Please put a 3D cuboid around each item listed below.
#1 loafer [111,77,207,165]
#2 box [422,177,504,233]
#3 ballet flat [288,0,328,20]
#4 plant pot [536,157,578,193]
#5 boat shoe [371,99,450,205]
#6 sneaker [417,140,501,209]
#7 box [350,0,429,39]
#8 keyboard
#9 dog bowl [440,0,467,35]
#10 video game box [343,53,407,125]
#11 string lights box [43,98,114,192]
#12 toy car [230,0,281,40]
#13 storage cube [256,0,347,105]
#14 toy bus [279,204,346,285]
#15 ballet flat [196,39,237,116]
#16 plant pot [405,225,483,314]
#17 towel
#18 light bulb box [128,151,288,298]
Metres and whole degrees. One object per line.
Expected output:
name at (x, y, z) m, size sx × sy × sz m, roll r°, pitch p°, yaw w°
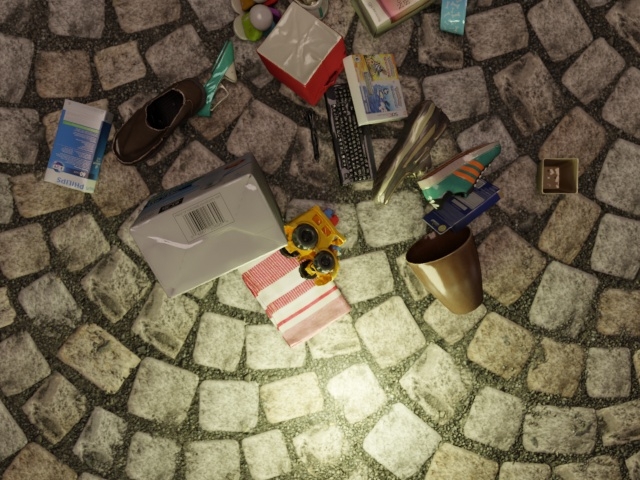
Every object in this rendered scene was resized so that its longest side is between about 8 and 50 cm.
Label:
loafer at (-0.510, -0.359, 1.764) m, size 0.366 × 0.130 × 0.134 m, roll -39°, pitch 93°, yaw 19°
box at (0.436, -0.102, 1.815) m, size 0.225 × 0.136 × 0.036 m, roll -36°, pitch 120°, yaw 1°
ballet flat at (-0.119, -0.837, 1.772) m, size 0.139 × 0.139 × 0.400 m, roll -41°, pitch 92°, yaw 1°
plant pot at (0.729, -0.198, 1.832) m, size 0.109 × 0.096 × 0.109 m, roll 0°, pitch 93°, yaw 0°
boat shoe at (0.283, -0.253, 1.807) m, size 0.130 × 0.132 × 0.355 m, roll 28°, pitch 101°, yaw -12°
sneaker at (0.443, -0.201, 1.814) m, size 0.302 × 0.108 × 0.121 m, roll -30°, pitch 101°, yaw -13°
box at (0.226, -0.747, 1.782) m, size 0.232 × 0.127 × 0.148 m, roll -32°, pitch 93°, yaw 1°
keyboard at (0.055, -0.328, 1.837) m, size 0.201 × 0.033 × 0.317 m, roll -11°, pitch 88°, yaw 5°
dog bowl at (0.408, -0.773, 1.772) m, size 0.074 × 0.166 × 0.297 m, roll 5°, pitch 93°, yaw 11°
video game box at (0.170, -0.461, 1.786) m, size 0.187 × 0.048 × 0.205 m, roll -17°, pitch 95°, yaw -42°
string lights box at (-0.747, -0.289, 1.819) m, size 0.133 × 0.077 × 0.260 m, roll 16°, pitch 93°, yaw -1°
toy car at (-0.185, -0.698, 1.786) m, size 0.136 × 0.159 × 0.182 m, roll -8°, pitch 93°, yaw -37°
storage cube at (-0.047, -0.549, 1.743) m, size 0.215 × 0.193 × 0.183 m, roll 38°, pitch 92°, yaw 8°
toy bus at (0.000, 0.000, 1.810) m, size 0.211 × 0.149 × 0.220 m, roll -42°, pitch 96°, yaw -30°
ballet flat at (-0.310, -0.490, 1.816) m, size 0.087 × 0.083 × 0.247 m, roll 30°, pitch 97°, yaw -10°
plant pot at (0.406, 0.106, 1.804) m, size 0.215 × 0.215 × 0.230 m, roll -28°, pitch 107°, yaw 1°
towel at (-0.087, 0.152, 1.871) m, size 0.237 × 0.037 × 0.329 m, roll -34°, pitch 93°, yaw 0°
light bulb box at (-0.305, -0.059, 1.675) m, size 0.358 × 0.361 × 0.225 m, roll -24°, pitch 109°, yaw 1°
